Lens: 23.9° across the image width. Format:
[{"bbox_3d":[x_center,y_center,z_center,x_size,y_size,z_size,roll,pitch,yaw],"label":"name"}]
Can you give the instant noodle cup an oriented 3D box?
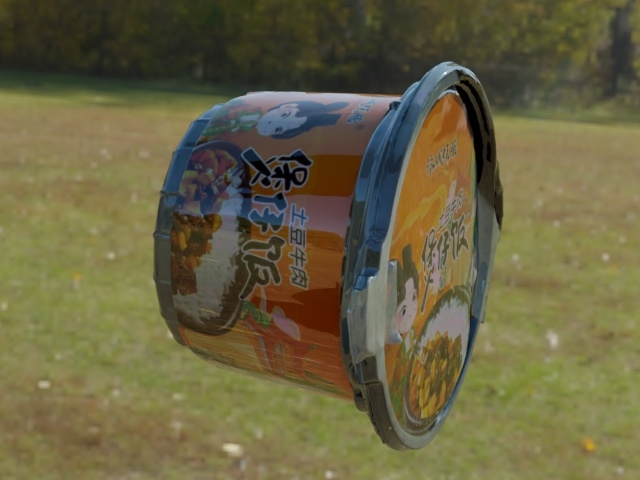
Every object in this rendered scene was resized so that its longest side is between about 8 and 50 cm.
[{"bbox_3d":[0.000,0.000,0.708,0.125,0.178,0.208,9,1,20],"label":"instant noodle cup"}]
